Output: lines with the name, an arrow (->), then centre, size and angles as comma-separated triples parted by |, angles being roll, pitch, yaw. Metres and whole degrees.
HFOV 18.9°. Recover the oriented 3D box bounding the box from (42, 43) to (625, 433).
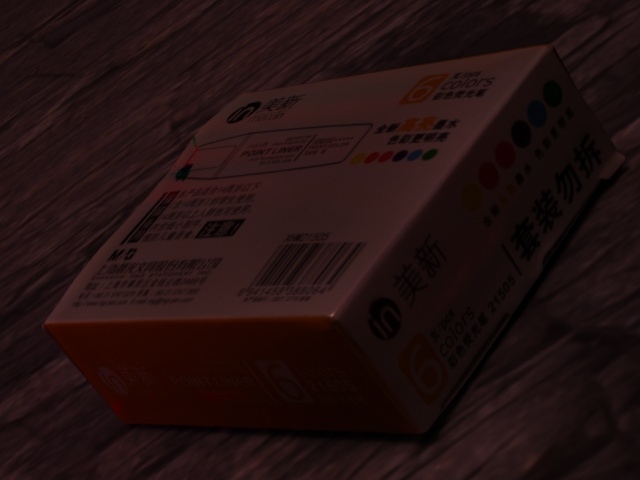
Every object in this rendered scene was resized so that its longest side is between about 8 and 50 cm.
box -> 0.000, 0.000, 1.067 | 0.274, 0.091, 0.221 | -1, 42, 51
